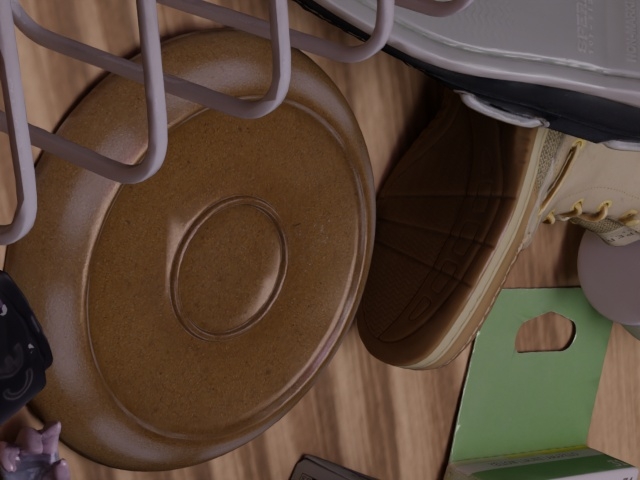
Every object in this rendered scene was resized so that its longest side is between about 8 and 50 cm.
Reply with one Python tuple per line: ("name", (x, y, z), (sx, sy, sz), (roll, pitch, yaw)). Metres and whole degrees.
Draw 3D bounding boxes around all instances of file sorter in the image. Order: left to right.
("file sorter", (-0.084, -0.141, 0.763), (0.277, 0.193, 0.173), (-31, 131, -39))

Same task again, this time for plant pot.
("plant pot", (-0.053, 0.011, 0.971), (0.236, 0.032, 0.236), (-18, 117, -39))

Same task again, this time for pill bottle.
("pill bottle", (0.259, 0.023, 1.307), (0.186, 0.112, 0.112), (9, 99, -52))

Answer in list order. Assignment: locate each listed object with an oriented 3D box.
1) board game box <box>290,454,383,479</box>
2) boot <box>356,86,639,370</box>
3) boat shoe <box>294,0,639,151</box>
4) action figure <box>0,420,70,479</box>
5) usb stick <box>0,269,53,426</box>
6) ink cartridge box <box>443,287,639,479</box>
("board game box", (0.080, 0.277, 1.049), (0.097, 0.303, 0.224), (27, 85, -50))
("boot", (0.134, -0.022, 1.154), (0.203, 0.095, 0.262), (33, 75, -50))
("boat shoe", (0.094, -0.112, 1.001), (0.302, 0.091, 0.114), (20, 65, -15))
("action figure", (-0.091, 0.246, 0.877), (0.370, 0.248, 0.276), (-2, 108, -47))
("usb stick", (-0.227, 0.115, 0.818), (0.278, 0.045, 0.077), (-43, 128, -30))
("ink cartridge box", (0.150, 0.152, 1.282), (0.171, 0.056, 0.235), (1, 107, -50))
